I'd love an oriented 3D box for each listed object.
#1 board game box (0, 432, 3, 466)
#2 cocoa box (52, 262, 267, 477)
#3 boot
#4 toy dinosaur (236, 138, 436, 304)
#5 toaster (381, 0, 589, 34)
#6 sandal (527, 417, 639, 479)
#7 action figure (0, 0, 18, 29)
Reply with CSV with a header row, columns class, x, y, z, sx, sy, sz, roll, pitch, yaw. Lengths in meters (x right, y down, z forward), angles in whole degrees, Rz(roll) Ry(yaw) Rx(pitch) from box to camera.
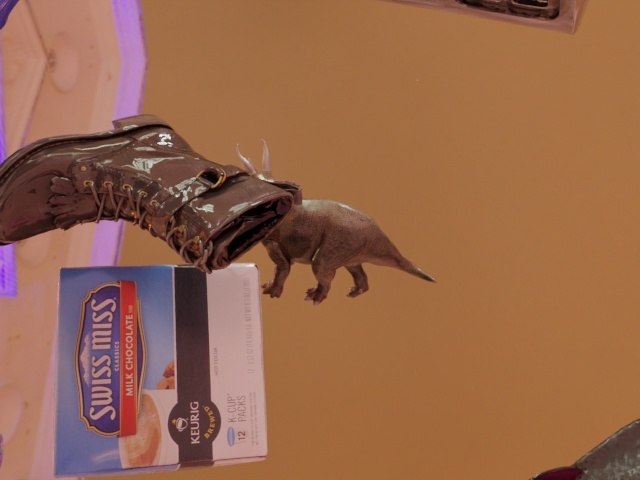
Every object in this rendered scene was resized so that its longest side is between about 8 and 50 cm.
class,x,y,z,sx,sy,sz,roll,pitch,yaw
board game box,-0.575,0.333,1.154,0.033,0.133,0.169,-18,-64,3
cocoa box,-0.218,0.182,0.892,0.228,0.347,0.231,1,-107,-17
boot,-0.177,-0.034,0.677,0.229,0.263,0.091,33,-38,32
toy dinosaur,0.000,0.000,0.908,0.313,0.121,0.160,22,-50,19
toaster,0.087,-0.210,0.392,0.168,0.185,0.110,17,-97,20
sandal,0.297,0.348,0.846,0.445,0.167,0.107,-34,-57,-10
action figure,-0.216,-0.072,0.406,0.280,0.091,0.139,-32,-65,-2
